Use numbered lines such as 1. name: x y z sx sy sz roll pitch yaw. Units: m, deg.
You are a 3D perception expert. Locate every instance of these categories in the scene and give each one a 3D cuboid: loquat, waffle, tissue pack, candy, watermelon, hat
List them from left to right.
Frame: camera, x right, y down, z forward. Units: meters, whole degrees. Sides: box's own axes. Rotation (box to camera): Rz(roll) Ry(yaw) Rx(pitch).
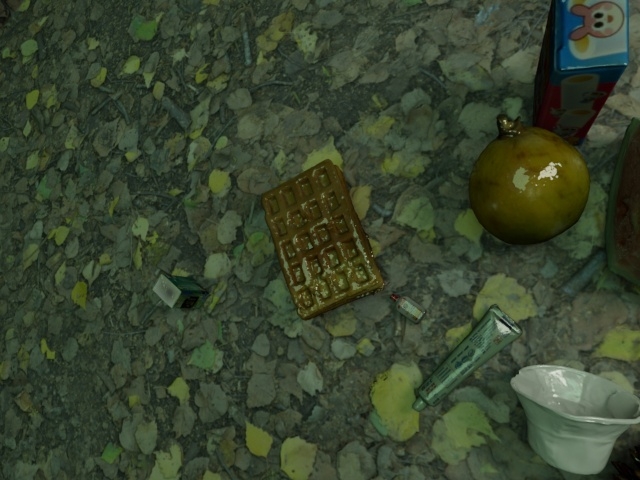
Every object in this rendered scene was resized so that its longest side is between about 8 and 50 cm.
1. tissue pack: -0.368 0.143 1.107 0.085 0.111 0.079 34 95 24
2. waffle: 0.000 0.000 0.993 0.224 0.098 0.327 -25 71 18
3. loquat: 0.373 -0.117 0.784 0.213 0.213 0.246 -21 112 18
4. hat: 0.430 0.311 0.728 0.203 0.203 0.126 4 99 23
5. candy: 0.442 -0.293 0.748 0.100 0.306 0.157 4 81 22
6. watermelon: 0.575 -0.068 0.697 0.283 0.292 0.250 -58 36 5

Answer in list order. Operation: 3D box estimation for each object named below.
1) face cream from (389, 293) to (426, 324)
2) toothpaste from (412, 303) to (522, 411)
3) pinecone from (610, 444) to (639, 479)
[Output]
1. face cream: 0.188 0.145 0.927 0.083 0.021 0.040 35 94 24
2. toothpaste: 0.284 0.247 0.856 0.268 0.047 0.069 -47 48 6
3. pinecone: 0.539 0.401 0.632 0.221 0.221 0.221 -4 79 22
